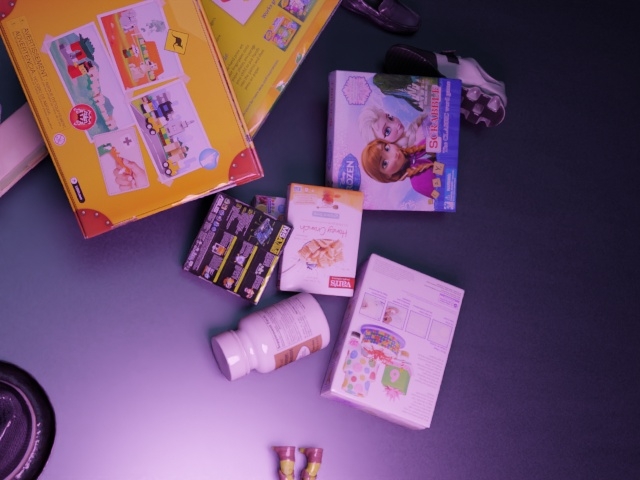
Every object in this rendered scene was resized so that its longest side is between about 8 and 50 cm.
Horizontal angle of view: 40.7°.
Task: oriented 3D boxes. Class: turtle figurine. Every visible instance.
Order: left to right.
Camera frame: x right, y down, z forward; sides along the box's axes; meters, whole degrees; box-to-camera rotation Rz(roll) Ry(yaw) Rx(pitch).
[{"bbox_3d":[-0.062,0.536,1.775,0.269,0.087,0.218,6,73,-15],"label":"turtle figurine"}]

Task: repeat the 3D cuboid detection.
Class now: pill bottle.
[{"bbox_3d":[-0.107,0.208,1.834,0.229,0.131,0.131,-21,81,-21],"label":"pill bottle"}]

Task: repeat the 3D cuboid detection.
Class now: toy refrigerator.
[{"bbox_3d":[-0.610,-0.218,1.819,0.094,0.102,0.269,41,66,-2],"label":"toy refrigerator"}]

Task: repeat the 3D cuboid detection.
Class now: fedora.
[{"bbox_3d":[-0.660,0.369,1.604,0.333,0.152,0.334,5,73,-16],"label":"fedora"}]

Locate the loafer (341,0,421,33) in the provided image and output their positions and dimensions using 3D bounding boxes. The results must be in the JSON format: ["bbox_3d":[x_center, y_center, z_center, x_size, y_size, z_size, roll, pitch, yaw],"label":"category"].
[{"bbox_3d":[0.156,-0.588,2.177,0.223,0.078,0.076,22,70,-10],"label":"loafer"}]

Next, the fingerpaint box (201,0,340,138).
[{"bbox_3d":[-0.210,-0.464,1.879,0.371,0.163,0.445,32,100,-6],"label":"fingerpaint box"}]

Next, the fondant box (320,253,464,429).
[{"bbox_3d":[0.164,0.227,1.932,0.238,0.096,0.330,22,68,-10],"label":"fondant box"}]

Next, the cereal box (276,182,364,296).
[{"bbox_3d":[0.000,0.000,1.934,0.172,0.047,0.240,5,89,-15],"label":"cereal box"}]

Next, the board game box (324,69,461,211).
[{"bbox_3d":[0.171,-0.229,2.029,0.317,0.066,0.319,0,94,-17],"label":"board game box"}]

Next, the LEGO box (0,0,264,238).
[{"bbox_3d":[-0.372,-0.304,1.707,0.372,0.193,0.501,-20,101,-4],"label":"LEGO box"}]

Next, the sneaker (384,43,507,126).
[{"bbox_3d":[0.317,-0.413,2.169,0.330,0.122,0.146,27,50,-7],"label":"sneaker"}]

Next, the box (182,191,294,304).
[{"bbox_3d":[-0.178,0.016,1.872,0.184,0.045,0.191,25,89,-2],"label":"box"}]

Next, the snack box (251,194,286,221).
[{"bbox_3d":[-0.085,-0.046,1.964,0.141,0.037,0.100,5,75,-17],"label":"snack box"}]
